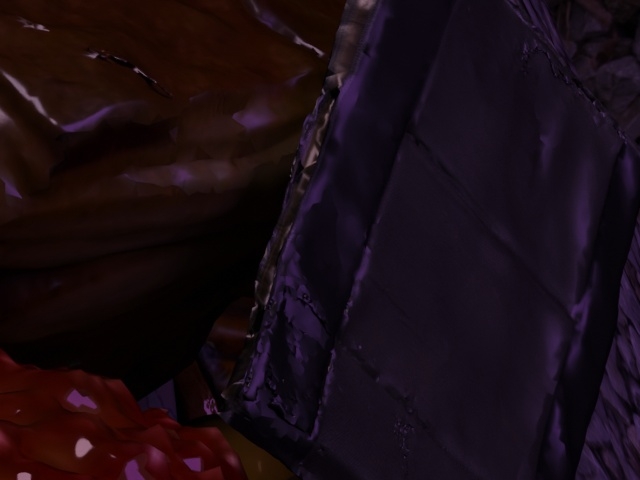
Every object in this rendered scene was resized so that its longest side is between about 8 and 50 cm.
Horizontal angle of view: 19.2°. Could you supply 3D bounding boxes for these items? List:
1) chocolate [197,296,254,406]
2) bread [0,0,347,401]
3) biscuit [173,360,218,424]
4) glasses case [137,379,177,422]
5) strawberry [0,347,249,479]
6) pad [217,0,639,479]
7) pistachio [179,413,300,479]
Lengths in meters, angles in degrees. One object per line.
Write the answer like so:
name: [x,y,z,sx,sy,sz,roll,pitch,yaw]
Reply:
chocolate: [0.001,0.007,1.090,0.221,0.221,0.147,60,-7,-8]
bread: [-0.105,-0.064,0.717,0.277,0.167,0.324,41,30,20]
biscuit: [-0.060,0.108,0.880,0.102,0.019,0.130,143,-62,-70]
glasses case: [-0.128,0.001,0.849,0.113,0.075,0.297,34,33,-51]
strawberry: [-0.135,0.122,0.400,0.351,0.267,0.312,44,3,-32]
pad: [0.050,0.010,0.651,0.174,0.022,0.233,43,47,-33]
pistachio: [-0.007,0.202,0.652,0.230,0.230,0.308,22,47,-64]
